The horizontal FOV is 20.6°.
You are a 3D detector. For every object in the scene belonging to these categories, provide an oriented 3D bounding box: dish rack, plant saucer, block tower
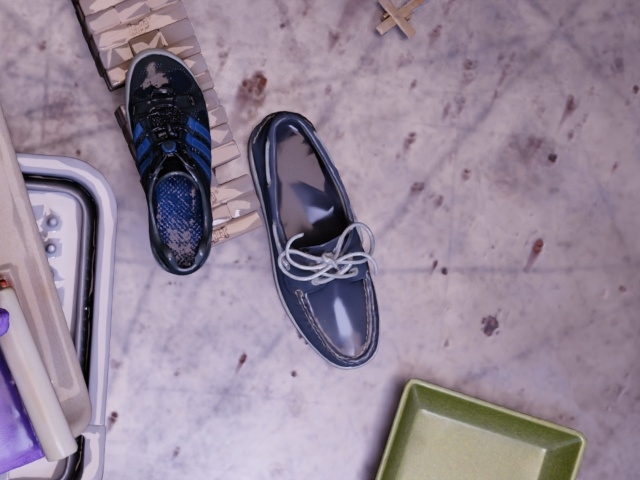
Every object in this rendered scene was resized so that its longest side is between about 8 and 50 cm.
[{"bbox_3d":[-0.333,0.084,1.594,0.285,0.072,0.333,4,88,-9],"label":"dish rack"},{"bbox_3d":[0.138,0.246,1.683,0.188,0.045,0.188,19,86,-8],"label":"plant saucer"},{"bbox_3d":[-0.153,-0.153,1.620,0.097,0.091,0.335,-23,93,-10],"label":"block tower"}]

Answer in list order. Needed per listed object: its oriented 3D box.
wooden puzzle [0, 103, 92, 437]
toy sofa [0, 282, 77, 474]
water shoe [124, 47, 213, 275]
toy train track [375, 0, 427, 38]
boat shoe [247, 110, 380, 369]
[{"bbox_3d":[-0.395,0.047,1.511,0.322,0.080,0.348,-17,91,-9],"label":"wooden puzzle"},{"bbox_3d":[-0.389,0.166,1.393,0.362,0.177,0.150,-21,96,-9],"label":"toy sofa"},{"bbox_3d":[-0.124,-0.071,1.536,0.073,0.080,0.203,-10,91,-10],"label":"water shoe"},{"bbox_3d":[0.086,-0.225,1.700,0.083,0.014,0.048,-38,88,-14],"label":"toy train track"},{"bbox_3d":[0.000,0.000,1.647,0.095,0.079,0.254,-14,91,-10],"label":"boat shoe"}]
